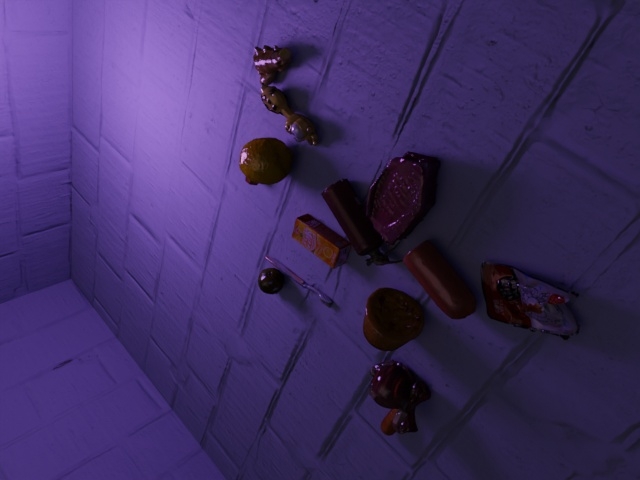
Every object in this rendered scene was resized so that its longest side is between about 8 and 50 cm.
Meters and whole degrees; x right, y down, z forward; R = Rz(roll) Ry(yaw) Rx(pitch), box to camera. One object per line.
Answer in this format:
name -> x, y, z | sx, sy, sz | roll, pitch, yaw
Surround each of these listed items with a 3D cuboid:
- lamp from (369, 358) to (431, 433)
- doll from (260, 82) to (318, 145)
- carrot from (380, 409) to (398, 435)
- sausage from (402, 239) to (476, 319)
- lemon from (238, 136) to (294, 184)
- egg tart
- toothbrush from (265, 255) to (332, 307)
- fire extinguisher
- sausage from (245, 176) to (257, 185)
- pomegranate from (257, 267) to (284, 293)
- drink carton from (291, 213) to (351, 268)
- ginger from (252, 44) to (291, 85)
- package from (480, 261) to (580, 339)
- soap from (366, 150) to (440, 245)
lamp -> 0.254, 0.531, 1.727 | 0.223, 0.151, 0.215 | 20, 80, 46
doll -> -0.110, -0.434, 1.730 | 0.291, 0.086, 0.117 | 49, 174, 14
carrot -> 0.283, 0.638, 1.835 | 0.061, 0.061, 0.257 | 39, 128, 25
sausage -> 0.364, 0.124, 1.502 | 0.259, 0.113, 0.113 | 52, 134, 15
lemon -> -0.199, -0.289, 1.802 | 0.193, 0.181, 0.181 | 15, 126, -6
egg tart -> 0.225, 0.275, 1.642 | 0.202, 0.202, 0.147 | 45, 141, 20
toothbrush -> -0.094, 0.157, 2.004 | 0.375, 0.028, 0.037 | 34, 135, 28
fire extinguisher -> 0.147, -0.051, 1.646 | 0.147, 0.106, 0.337 | -34, 83, 21
sausage -> -0.251, -0.300, 1.932 | 0.065, 0.065, 0.169 | 37, 129, 27
pomegranate -> -0.203, 0.179, 2.070 | 0.114, 0.114, 0.142 | 36, 154, 27
drink carton -> 0.000, 0.000, 1.819 | 0.223, 0.071, 0.096 | 36, 129, 29
ginger -> -0.169, -0.620, 1.709 | 0.205, 0.081, 0.115 | -20, 80, 52
package -> 0.569, 0.164, 1.361 | 0.269, 0.071, 0.194 | 15, 116, 53
soap -> 0.253, -0.142, 1.494 | 0.182, 0.112, 0.289 | 48, 132, 14
